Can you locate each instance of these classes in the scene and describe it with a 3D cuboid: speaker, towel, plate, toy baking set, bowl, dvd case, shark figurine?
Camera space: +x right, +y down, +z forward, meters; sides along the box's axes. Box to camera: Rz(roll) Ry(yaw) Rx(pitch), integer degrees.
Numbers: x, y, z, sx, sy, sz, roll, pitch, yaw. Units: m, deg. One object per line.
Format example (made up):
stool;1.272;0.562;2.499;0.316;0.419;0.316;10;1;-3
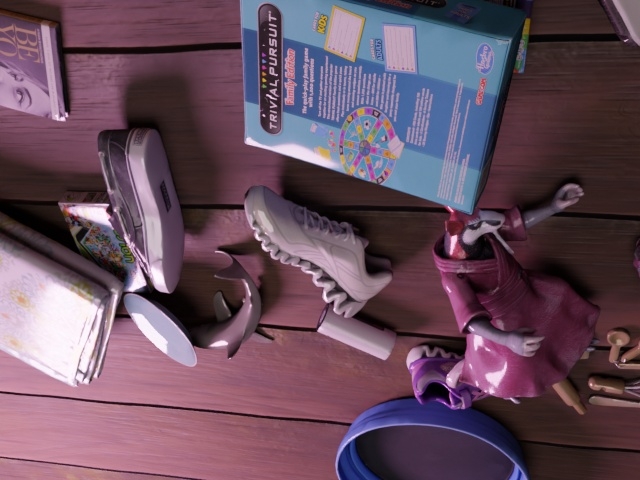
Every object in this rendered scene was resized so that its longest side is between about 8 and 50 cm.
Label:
speaker;0.064;0.162;1.358;0.136;0.055;0.055;24;133;-5
towel;-0.558;0.097;1.432;0.374;0.090;0.321;28;133;-1
plate;-0.297;0.164;1.448;0.188;0.024;0.188;30;147;22
toy baking set;0.502;0.243;1.322;0.196;0.030;0.256;-20;123;30
bowl;0.228;0.462;1.564;0.391;0.077;0.391;8;133;9
dvd case;-0.492;-0.275;1.154;0.221;0.018;0.165;14;133;3
shark figurine;-0.152;0.148;1.372;0.166;0.116;0.278;22;135;-6

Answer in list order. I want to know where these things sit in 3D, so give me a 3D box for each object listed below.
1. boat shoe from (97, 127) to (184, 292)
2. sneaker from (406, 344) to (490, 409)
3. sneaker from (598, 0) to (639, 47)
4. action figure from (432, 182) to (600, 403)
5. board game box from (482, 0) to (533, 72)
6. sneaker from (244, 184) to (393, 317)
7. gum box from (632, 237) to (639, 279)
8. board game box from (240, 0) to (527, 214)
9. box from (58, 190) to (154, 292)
boat shoe;-0.294;-0.044;1.242;0.102;0.108;0.301;3;129;11
sneaker;0.266;0.252;1.348;0.236;0.105;0.095;0;129;14
sneaker;0.320;-0.422;0.722;0.257;0.169;0.447;-28;127;24
action figure;0.265;0.061;1.159;0.275;0.248;0.370;1;138;52
board game box;0.186;-0.291;0.926;0.141;0.048;0.170;7;133;12
sneaker;0.000;0.000;1.209;0.118;0.110;0.292;-32;125;27
gum box;0.555;0.045;1.108;0.188;0.062;0.107;-7;128;21
board game box;0.064;-0.199;0.973;0.336;0.079;0.254;19;136;16
box;-0.373;0.005;1.355;0.114;0.036;0.207;2;131;14
